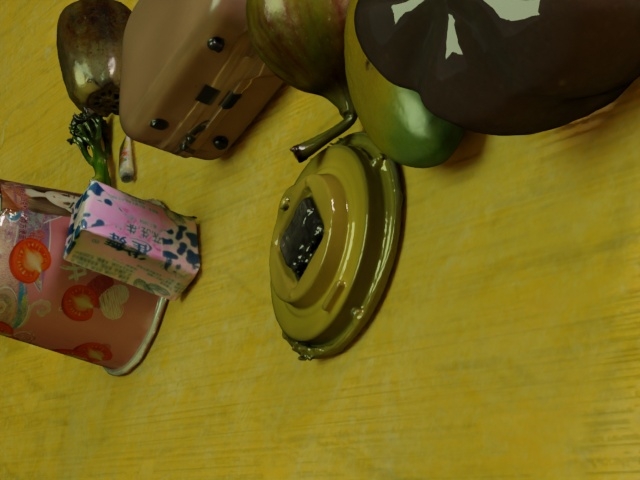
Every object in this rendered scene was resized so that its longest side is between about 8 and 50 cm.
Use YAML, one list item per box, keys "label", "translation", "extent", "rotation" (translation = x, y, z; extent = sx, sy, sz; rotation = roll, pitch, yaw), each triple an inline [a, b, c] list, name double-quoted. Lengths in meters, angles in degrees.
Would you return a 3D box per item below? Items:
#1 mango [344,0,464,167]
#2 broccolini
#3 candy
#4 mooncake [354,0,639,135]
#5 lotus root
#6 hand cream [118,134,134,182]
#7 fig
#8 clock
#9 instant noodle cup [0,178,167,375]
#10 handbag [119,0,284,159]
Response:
- label: "mango"
  translation: [0.077, -0.158, 1.364]
  extent: [0.137, 0.091, 0.237]
  rotation: [131, 144, -51]
- label: "broccolini"
  translation: [-0.335, -0.111, 2.170]
  extent: [0.067, 0.058, 0.216]
  rotation: [-52, 35, 33]
- label: "candy"
  translation: [-0.227, -0.002, 1.793]
  extent: [0.073, 0.160, 0.092]
  rotation: [-45, 32, 39]
- label: "mooncake"
  translation: [0.139, -0.198, 1.123]
  extent: [0.245, 0.133, 0.245]
  rotation: [10, 106, 41]
- label: "lotus root"
  translation: [-0.321, -0.274, 2.150]
  extent: [0.241, 0.124, 0.123]
  rotation: [-107, 26, -43]
- label: "hand cream"
  translation: [-0.279, -0.118, 2.107]
  extent: [0.102, 0.022, 0.035]
  rotation: [-101, 32, -50]
- label: "fig"
  translation: [0.003, -0.205, 1.490]
  extent: [0.186, 0.148, 0.142]
  rotation: [57, 148, 15]
- label: "clock"
  translation: [0.000, 0.000, 1.467]
  extent: [0.237, 0.057, 0.237]
  rotation: [-36, 47, 52]
- label: "instant noodle cup"
  translation: [-0.340, 0.036, 1.911]
  extent: [0.243, 0.231, 0.243]
  rotation: [-37, 45, 49]
- label: "handbag"
  translation: [-0.125, -0.273, 1.754]
  extent: [0.302, 0.149, 0.283]
  rotation: [-48, 39, 45]
